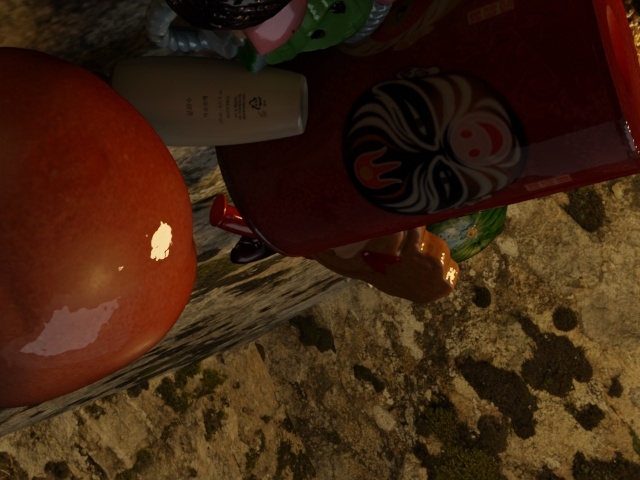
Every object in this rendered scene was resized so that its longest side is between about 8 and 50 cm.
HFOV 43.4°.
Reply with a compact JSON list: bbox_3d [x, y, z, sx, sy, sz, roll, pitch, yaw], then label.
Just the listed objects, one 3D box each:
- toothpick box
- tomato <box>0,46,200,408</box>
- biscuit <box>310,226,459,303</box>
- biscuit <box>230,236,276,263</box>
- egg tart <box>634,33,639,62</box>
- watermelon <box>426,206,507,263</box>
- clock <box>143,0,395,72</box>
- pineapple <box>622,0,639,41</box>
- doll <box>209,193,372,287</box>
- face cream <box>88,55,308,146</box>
[{"bbox_3d":[0.096,-0.115,0.708,0.333,0.204,0.204,-13,179,29],"label":"toothpick box"},{"bbox_3d":[-0.212,-0.006,0.565,0.224,0.256,0.256,-39,179,-33],"label":"tomato"},{"bbox_3d":[0.031,-0.024,1.011,0.202,0.334,0.047,-32,-153,52],"label":"biscuit"},{"bbox_3d":[-0.054,-0.041,1.386,0.151,0.063,0.235,-20,167,-39],"label":"biscuit"},{"bbox_3d":[0.473,-0.326,1.223,0.052,0.130,0.130,18,-163,31],"label":"egg tart"},{"bbox_3d":[0.172,-0.077,1.259,0.242,0.242,0.242,-26,171,-4],"label":"watermelon"},{"bbox_3d":[-0.028,-0.185,0.542,0.195,0.100,0.194,-19,170,-33],"label":"clock"},{"bbox_3d":[0.405,-0.305,0.944,0.277,0.119,0.130,-27,-162,41],"label":"pineapple"},{"bbox_3d":[0.000,0.000,1.285,0.188,0.099,0.384,12,175,32],"label":"doll"},{"bbox_3d":[-0.102,-0.111,0.644,0.182,0.072,0.051,2,-163,6],"label":"face cream"}]
